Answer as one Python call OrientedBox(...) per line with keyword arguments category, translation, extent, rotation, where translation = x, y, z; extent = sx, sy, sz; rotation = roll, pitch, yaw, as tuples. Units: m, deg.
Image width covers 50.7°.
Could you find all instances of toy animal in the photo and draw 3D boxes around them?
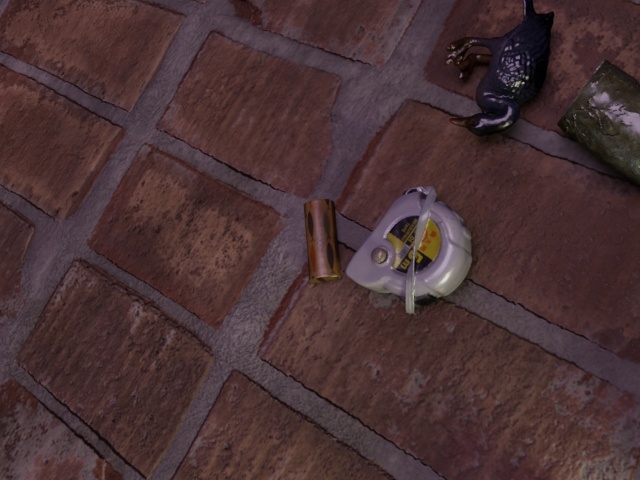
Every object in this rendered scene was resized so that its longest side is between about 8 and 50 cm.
OrientedBox(category="toy animal", translation=(0.351, -0.340, 1.298), extent=(0.185, 0.122, 0.298), rotation=(34, 82, 39))

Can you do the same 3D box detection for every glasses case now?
OrientedBox(category="glasses case", translation=(0.000, 0.000, 1.390), extent=(0.064, 0.041, 0.170), rotation=(-12, 69, 20))

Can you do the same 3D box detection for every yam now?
OrientedBox(category="yam", translation=(0.524, -0.193, 1.155), extent=(0.154, 0.154, 0.254), rotation=(-43, 64, 6))

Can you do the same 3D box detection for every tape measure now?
OrientedBox(category="tape measure", translation=(0.180, 0.021, 1.257), extent=(0.197, 0.120, 0.236), rotation=(38, 96, 34))
